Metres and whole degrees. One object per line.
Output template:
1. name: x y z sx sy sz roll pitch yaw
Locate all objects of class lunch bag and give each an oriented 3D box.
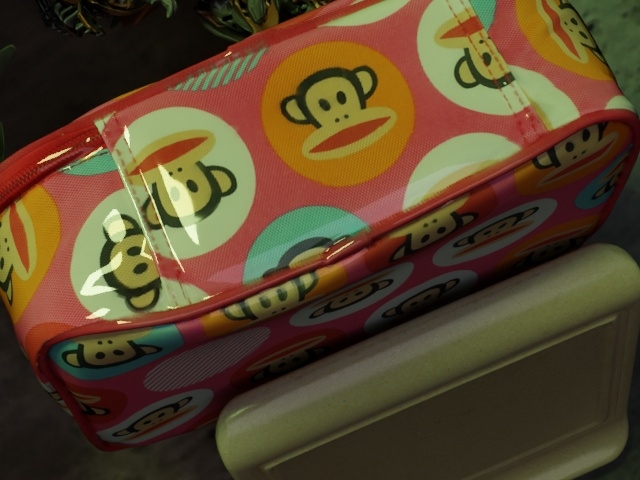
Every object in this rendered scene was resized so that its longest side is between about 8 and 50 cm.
1. lunch bag: 0.000 0.000 0.724 0.293 0.258 0.120 -23 70 -6

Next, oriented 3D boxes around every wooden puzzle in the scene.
1. wooden puzzle: 0.065 0.097 0.807 0.221 0.044 0.239 -23 149 -3

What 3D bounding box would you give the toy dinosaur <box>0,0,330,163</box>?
1. toy dinosaur: -0.154 -0.160 0.697 0.322 0.164 0.218 29 87 1
